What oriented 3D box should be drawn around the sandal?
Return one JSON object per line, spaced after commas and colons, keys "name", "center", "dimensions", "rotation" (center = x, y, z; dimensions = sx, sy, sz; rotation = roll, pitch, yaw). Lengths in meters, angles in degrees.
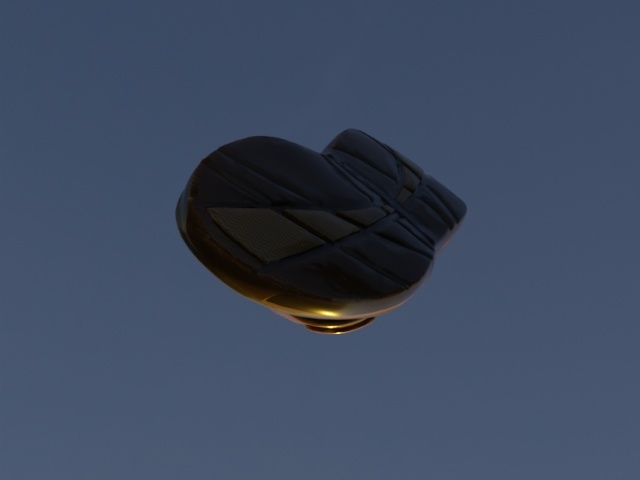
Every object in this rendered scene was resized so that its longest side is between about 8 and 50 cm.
{"name": "sandal", "center": [0.000, 0.000, 0.711], "dimensions": [0.090, 0.219, 0.060], "rotation": [39, -72, 6]}
